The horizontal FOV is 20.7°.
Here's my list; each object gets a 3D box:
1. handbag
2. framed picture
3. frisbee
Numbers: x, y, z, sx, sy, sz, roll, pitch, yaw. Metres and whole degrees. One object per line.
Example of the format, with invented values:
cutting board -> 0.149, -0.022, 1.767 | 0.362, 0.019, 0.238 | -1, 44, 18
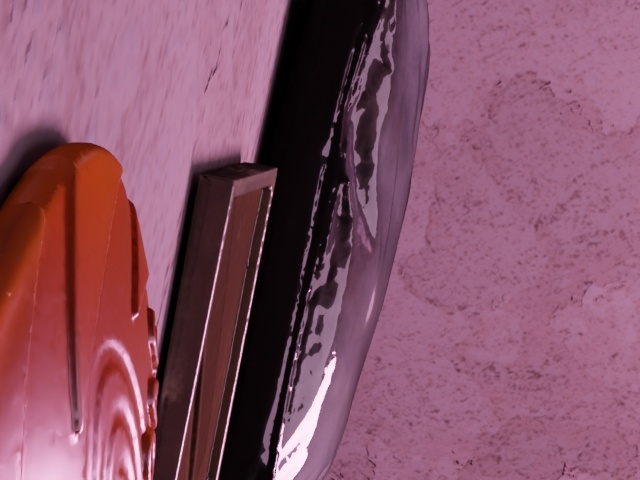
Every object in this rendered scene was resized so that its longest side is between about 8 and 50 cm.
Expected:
handbag -> 0.001, -0.003, 0.898 | 0.191, 0.075, 0.332 | 70, 34, -77
framed picture -> -0.050, 0.071, 0.686 | 0.150, 0.015, 0.203 | -48, 150, -84
frisbee -> -0.058, 0.075, 0.380 | 0.192, 0.035, 0.192 | 10, 90, -87
